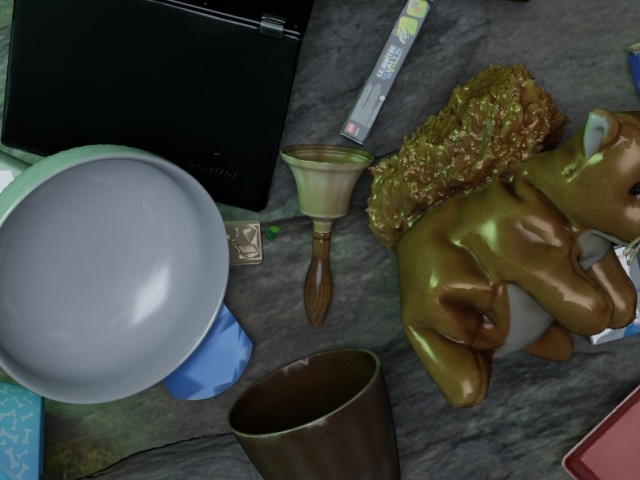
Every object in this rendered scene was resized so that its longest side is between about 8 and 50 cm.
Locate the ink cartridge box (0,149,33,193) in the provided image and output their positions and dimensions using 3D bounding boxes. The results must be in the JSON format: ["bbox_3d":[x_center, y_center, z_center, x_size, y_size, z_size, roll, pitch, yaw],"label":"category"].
[{"bbox_3d":[-0.515,-0.045,1.735,0.283,0.117,0.207,24,93,0],"label":"ink cartridge box"}]

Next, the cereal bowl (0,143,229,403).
[{"bbox_3d":[-0.296,0.033,1.661,0.338,0.141,0.339,-11,112,-29],"label":"cereal bowl"}]

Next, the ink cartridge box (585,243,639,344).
[{"bbox_3d":[0.391,0.069,1.746,0.088,0.052,0.123,-15,94,2],"label":"ink cartridge box"}]

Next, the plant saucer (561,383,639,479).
[{"bbox_3d":[0.503,0.301,1.759,0.259,0.048,0.258,-45,91,3],"label":"plant saucer"}]

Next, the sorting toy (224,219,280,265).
[{"bbox_3d":[-0.096,0.002,1.777,0.083,0.012,0.062,-3,89,5],"label":"sorting toy"}]

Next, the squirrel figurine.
[{"bbox_3d":[0.256,-0.056,1.599,0.370,0.281,0.397,-51,60,34],"label":"squirrel figurine"}]

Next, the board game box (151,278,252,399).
[{"bbox_3d":[-0.176,0.136,1.779,0.133,0.033,0.169,-36,84,4],"label":"board game box"}]

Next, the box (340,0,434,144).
[{"bbox_3d":[0.087,-0.225,1.707,0.036,0.114,0.207,26,94,0],"label":"box"}]

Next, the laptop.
[{"bbox_3d":[-0.203,-0.310,1.760,0.381,0.236,0.408,15,65,0],"label":"laptop"}]

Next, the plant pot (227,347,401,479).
[{"bbox_3d":[0.019,0.295,1.710,0.215,0.215,0.230,-22,106,3],"label":"plant pot"}]

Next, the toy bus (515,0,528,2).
[{"bbox_3d":[0.190,-0.393,1.696,0.332,0.108,0.130,8,94,1],"label":"toy bus"}]

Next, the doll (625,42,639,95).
[{"bbox_3d":[0.477,-0.183,1.731,0.129,0.046,0.189,-19,92,4],"label":"doll"}]

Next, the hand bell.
[{"bbox_3d":[0.000,0.000,1.742,0.126,0.126,0.242,5,105,2],"label":"hand bell"}]

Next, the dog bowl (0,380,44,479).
[{"bbox_3d":[-0.413,0.335,1.739,0.074,0.166,0.297,1,94,-9],"label":"dog bowl"}]
